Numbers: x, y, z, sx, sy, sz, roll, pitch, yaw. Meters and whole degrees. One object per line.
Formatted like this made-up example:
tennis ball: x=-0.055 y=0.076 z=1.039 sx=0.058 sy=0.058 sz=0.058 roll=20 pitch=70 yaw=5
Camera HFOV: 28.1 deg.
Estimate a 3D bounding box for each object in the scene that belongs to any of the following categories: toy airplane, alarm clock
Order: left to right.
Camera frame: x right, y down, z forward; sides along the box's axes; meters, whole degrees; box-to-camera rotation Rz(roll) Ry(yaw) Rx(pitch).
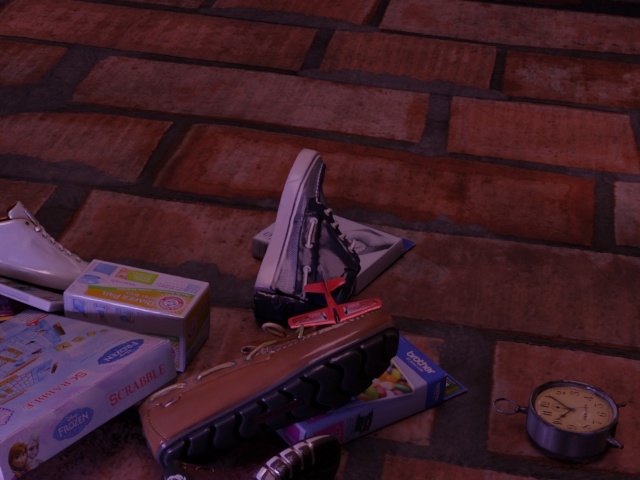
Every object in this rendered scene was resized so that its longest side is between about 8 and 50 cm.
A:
toy airplane: x=0.015 y=0.101 z=2.003 sx=0.151 sy=0.028 sz=0.151 roll=-3 pitch=48 yaw=3
alarm clock: x=0.346 y=0.259 z=1.865 sx=0.192 sy=0.064 sz=0.129 roll=12 pitch=31 yaw=10

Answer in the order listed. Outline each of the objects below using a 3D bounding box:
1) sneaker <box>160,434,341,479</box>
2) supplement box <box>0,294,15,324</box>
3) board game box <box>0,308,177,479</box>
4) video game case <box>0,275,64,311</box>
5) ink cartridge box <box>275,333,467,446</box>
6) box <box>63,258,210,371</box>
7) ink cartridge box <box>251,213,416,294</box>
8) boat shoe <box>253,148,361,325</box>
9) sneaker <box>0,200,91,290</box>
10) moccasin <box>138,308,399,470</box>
sneaker: x=-0.113 y=0.311 z=1.687 sx=0.162 sy=0.106 sz=0.281 roll=23 pitch=36 yaw=36
supplement box: x=-0.507 y=0.126 z=2.011 sx=0.043 sy=0.055 sz=0.083 roll=-6 pitch=32 yaw=-20
board game box: x=-0.424 y=0.208 z=1.792 sx=0.318 sy=0.066 sz=0.319 roll=8 pitch=27 yaw=39
video game case: x=-0.458 y=0.084 z=2.041 sx=0.143 sy=0.019 sz=0.157 roll=18 pitch=2 yaw=15
ink cartridge box: x=0.051 y=0.209 z=1.926 sx=0.311 sy=0.065 sz=0.186 roll=-15 pitch=35 yaw=-32
box: x=-0.286 y=0.116 z=2.002 sx=0.203 sy=0.103 sz=0.114 roll=11 pitch=30 yaw=12
ink cartridge box: x=0.028 y=-0.001 z=2.298 sx=0.223 sy=0.045 sz=0.224 roll=20 pitch=33 yaw=25
boat shoe: x=0.000 y=0.000 z=2.160 sx=0.158 sy=0.127 sz=0.340 roll=12 pitch=58 yaw=5
sneaker: x=-0.462 y=0.008 z=2.081 sx=0.290 sy=0.123 sz=0.106 roll=16 pitch=-1 yaw=-22
moccasin: x=-0.071 y=0.190 z=1.782 sx=0.380 sy=0.139 sz=0.147 roll=-28 pitch=50 yaw=1
